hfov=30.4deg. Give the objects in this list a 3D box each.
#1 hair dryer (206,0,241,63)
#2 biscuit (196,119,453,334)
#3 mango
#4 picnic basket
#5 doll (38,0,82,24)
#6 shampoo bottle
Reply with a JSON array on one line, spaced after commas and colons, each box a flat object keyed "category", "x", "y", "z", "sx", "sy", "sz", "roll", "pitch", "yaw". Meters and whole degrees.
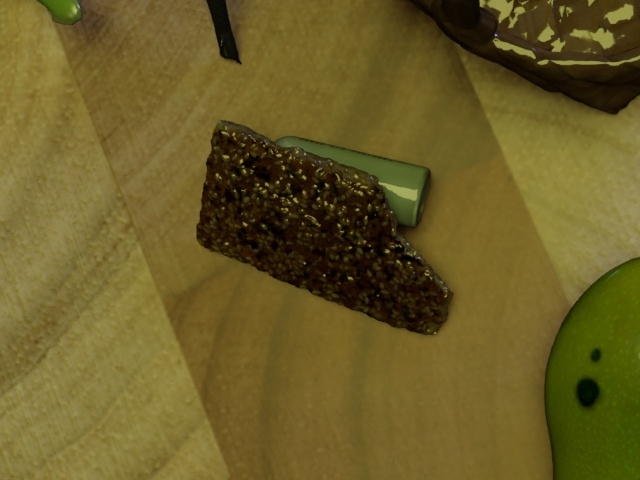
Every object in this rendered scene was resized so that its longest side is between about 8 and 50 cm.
[{"category": "hair dryer", "x": -0.099, "y": -0.329, "z": 1.010, "sx": 0.120, "sy": 0.303, "sz": 0.359, "roll": 5, "pitch": 124, "yaw": 23}, {"category": "biscuit", "x": 0.006, "y": -0.007, "z": 1.003, "sx": 0.237, "sy": 0.026, "sz": 0.131, "roll": 22, "pitch": 128, "yaw": 12}, {"category": "mango", "x": 0.258, "y": 0.154, "z": 0.927, "sx": 0.175, "sy": 0.143, "sz": 0.293, "roll": 12, "pitch": 97, "yaw": 12}, {"category": "picnic basket", "x": 0.179, "y": -0.280, "z": 0.884, "sx": 0.337, "sy": 0.337, "sz": 0.293, "roll": 33, "pitch": 92, "yaw": 11}, {"category": "doll", "x": -0.266, "y": -0.327, "z": 1.033, "sx": 0.213, "sy": 0.213, "sz": 0.236, "roll": 20, "pitch": 103, "yaw": 11}, {"category": "shampoo bottle", "x": -0.004, "y": -0.059, "z": 1.030, "sx": 0.195, "sy": 0.056, "sz": 0.056, "roll": 14, "pitch": 88, "yaw": 12}]
